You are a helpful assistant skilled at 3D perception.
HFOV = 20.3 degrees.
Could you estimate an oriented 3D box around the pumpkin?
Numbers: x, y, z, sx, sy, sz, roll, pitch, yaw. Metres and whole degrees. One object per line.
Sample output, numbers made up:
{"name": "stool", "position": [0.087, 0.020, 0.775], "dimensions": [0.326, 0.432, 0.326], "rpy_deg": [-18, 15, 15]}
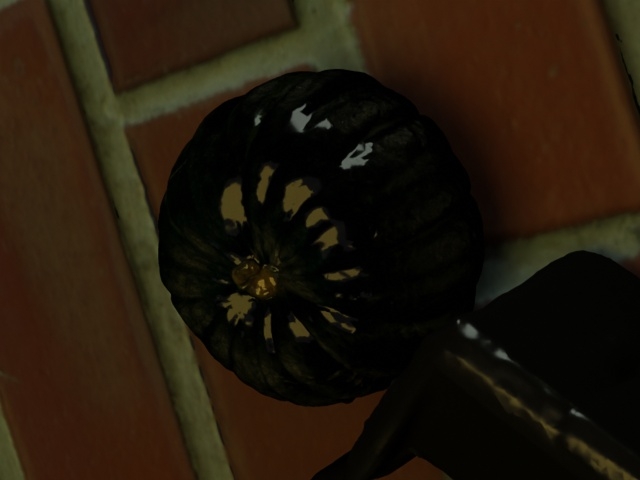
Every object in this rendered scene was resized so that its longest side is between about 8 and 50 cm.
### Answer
{"name": "pumpkin", "position": [0.000, 0.000, 1.157], "dimensions": [0.220, 0.162, 0.220], "rpy_deg": [16, 121, 29]}

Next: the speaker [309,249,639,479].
{"name": "speaker", "position": [0.196, 0.167, 1.054], "dimensions": [0.388, 0.180, 0.184], "rpy_deg": [36, 126, 25]}
